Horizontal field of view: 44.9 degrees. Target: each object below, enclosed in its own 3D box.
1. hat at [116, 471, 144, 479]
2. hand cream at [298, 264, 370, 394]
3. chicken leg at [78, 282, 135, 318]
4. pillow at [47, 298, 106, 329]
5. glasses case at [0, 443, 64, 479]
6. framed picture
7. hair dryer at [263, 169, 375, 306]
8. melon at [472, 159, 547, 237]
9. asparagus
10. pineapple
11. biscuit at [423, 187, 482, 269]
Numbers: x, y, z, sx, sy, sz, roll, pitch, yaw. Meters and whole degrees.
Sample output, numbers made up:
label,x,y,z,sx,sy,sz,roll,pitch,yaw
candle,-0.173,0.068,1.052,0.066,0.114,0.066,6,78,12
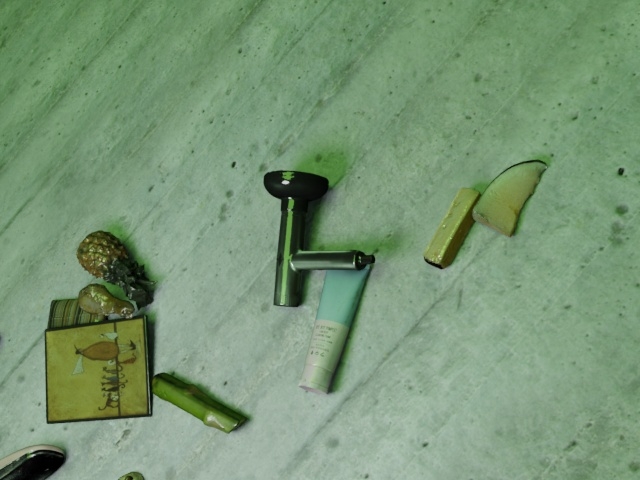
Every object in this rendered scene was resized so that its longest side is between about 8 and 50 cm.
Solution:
label,x,y,z,sx,sy,sz,roll,pitch,yaw
hat,-0.461,0.595,1.853,0.077,0.059,0.076,-39,65,4
hand cream,0.024,0.191,1.765,0.111,0.070,0.312,8,68,30
chicken leg,-0.553,0.160,1.997,0.198,0.069,0.084,12,85,34
pillow,-0.661,0.207,2.099,0.204,0.038,0.113,-7,69,24
glasses case,-0.793,0.607,1.975,0.314,0.122,0.075,-32,56,14
framed picture,-0.581,0.336,2.005,0.339,0.014,0.255,-9,78,24
hair dryer,0.009,-0.013,1.804,0.284,0.156,0.320,-9,78,24
melon,0.409,-0.106,1.676,0.098,0.054,0.182,27,82,15
asparagus,-0.291,0.390,1.842,0.278,0.060,0.067,23,64,31
pineapple,-0.530,0.080,2.041,0.248,0.128,0.128,37,91,25
biscuit,0.291,-0.028,1.706,0.056,0.052,0.188,27,83,42
